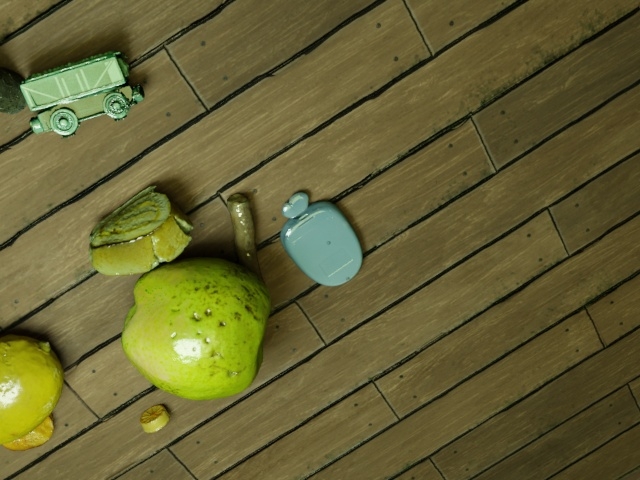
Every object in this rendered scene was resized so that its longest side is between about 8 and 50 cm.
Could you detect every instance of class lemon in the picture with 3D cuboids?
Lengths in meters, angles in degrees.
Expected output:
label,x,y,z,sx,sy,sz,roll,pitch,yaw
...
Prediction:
label,x,y,z,sx,sy,sz,roll,pitch,yaw
lemon,-0.795,0.377,1.687,0.284,0.260,0.260,-24,114,-1

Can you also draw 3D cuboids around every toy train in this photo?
label,x,y,z,sx,sy,sz,roll,pitch,yaw
toy train,-0.548,-0.334,1.537,0.270,0.115,0.154,-19,105,-4

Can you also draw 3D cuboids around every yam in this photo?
label,x,y,z,sx,sy,sz,roll,pitch,yaw
yam,-0.196,0.023,1.779,0.066,0.066,0.299,-11,115,-8
yam,-0.727,-0.335,1.470,0.107,0.183,0.107,0,100,0

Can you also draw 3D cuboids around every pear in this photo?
label,x,y,z,sx,sy,sz,roll,pitch,yaw
pear,-0.316,0.221,1.678,0.392,0.391,0.390,-4,112,-11

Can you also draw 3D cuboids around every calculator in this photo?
label,x,y,z,sx,sy,sz,roll,pitch,yaw
calculator,0.000,0.000,1.822,0.188,0.042,0.302,-35,117,4

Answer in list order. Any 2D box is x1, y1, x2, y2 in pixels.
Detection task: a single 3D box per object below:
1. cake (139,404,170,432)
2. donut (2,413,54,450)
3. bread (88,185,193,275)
label,x,y,z,sx,sy,sz,roll,pitch,yaw
cake,-0.473,0.511,1.902,0.084,0.084,0.044,-26,111,-1
donut,-0.815,0.508,1.839,0.152,0.058,0.151,-5,112,-11
bread,-0.450,-0.016,1.647,0.257,0.185,0.124,-26,131,3
